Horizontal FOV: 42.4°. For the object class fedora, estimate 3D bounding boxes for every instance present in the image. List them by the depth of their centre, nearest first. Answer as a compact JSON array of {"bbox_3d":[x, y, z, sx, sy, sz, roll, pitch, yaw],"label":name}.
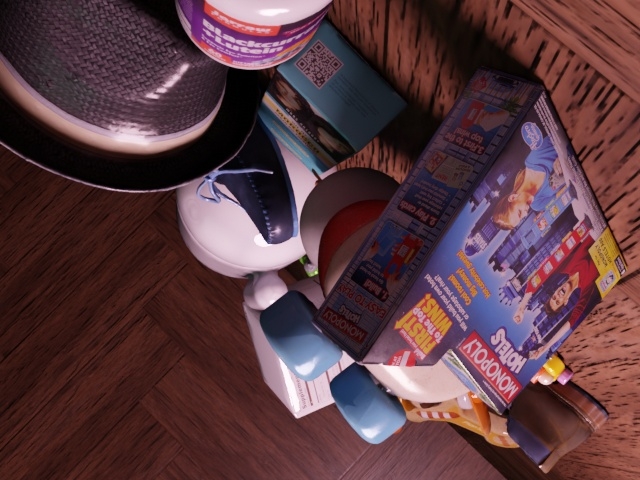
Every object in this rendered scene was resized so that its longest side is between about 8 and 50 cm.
[{"bbox_3d":[-0.181,-0.213,0.723,0.334,0.334,0.152,44,143,-2],"label":"fedora"}]

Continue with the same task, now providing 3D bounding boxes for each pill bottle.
[{"bbox_3d":[-0.037,-0.176,0.505,0.108,0.108,0.193,45,173,-6],"label":"pill bottle"}]

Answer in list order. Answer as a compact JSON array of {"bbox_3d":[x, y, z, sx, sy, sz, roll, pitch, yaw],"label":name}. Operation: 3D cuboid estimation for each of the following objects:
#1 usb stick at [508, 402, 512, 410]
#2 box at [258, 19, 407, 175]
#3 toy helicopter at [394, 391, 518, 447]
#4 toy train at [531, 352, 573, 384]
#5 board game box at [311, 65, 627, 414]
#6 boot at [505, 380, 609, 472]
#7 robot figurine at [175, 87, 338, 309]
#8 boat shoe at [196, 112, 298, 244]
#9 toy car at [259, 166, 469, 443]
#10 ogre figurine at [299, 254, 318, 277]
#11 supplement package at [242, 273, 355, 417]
[{"bbox_3d":[0.242,0.179,1.255,0.278,0.045,0.077,45,172,-4],"label":"usb stick"},{"bbox_3d":[0.000,-0.125,0.793,0.100,0.060,0.244,45,173,-5],"label":"box"},{"bbox_3d":[0.261,0.310,1.554,0.355,0.140,0.235,27,144,-22],"label":"toy helicopter"},{"bbox_3d":[0.234,0.128,0.995,0.125,0.046,0.166,36,169,49],"label":"toy train"},{"bbox_3d":[0.098,0.023,0.553,0.060,0.194,0.194,36,169,50],"label":"board game box"},{"bbox_3d":[0.265,0.216,1.087,0.082,0.106,0.219,48,172,-24],"label":"boot"},{"bbox_3d":[-0.088,-0.057,1.078,0.353,0.200,0.299,149,111,-78],"label":"robot figurine"},{"bbox_3d":[-0.105,-0.092,0.867,0.258,0.089,0.109,58,155,34],"label":"boat shoe"},{"bbox_3d":[0.058,0.016,0.772,0.210,0.219,0.238,48,-174,-35],"label":"toy car"},{"bbox_3d":[0.018,0.076,1.775,0.197,0.097,0.118,62,-174,-16],"label":"ogre figurine"},{"bbox_3d":[0.035,0.122,1.160,0.139,0.244,0.133,31,138,64],"label":"supplement package"}]
